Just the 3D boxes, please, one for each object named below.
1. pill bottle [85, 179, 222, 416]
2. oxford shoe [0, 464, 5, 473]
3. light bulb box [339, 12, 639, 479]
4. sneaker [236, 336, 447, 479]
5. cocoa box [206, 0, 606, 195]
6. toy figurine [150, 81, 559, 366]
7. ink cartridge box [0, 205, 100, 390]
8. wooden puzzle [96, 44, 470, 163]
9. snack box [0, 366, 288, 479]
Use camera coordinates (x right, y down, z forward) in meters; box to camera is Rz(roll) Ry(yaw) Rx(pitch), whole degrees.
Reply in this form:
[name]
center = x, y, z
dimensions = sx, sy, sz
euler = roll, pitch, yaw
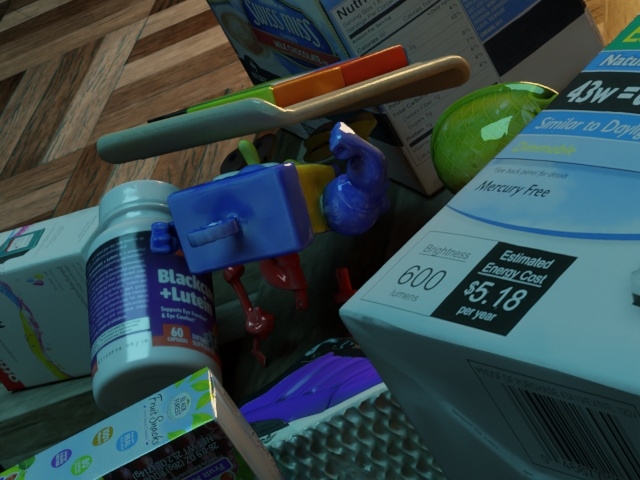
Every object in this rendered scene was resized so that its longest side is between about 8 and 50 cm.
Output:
[pill bottle]
center = -0.143, 0.049, 1.517
dimensions = 0.108, 0.108, 0.193
euler = -22, 54, 19
[oxford shoe]
center = -0.355, 0.193, 1.498
dimensions = 0.083, 0.227, 0.096
euler = 36, 99, 33
[light bulb box]
center = 0.276, 0.030, 1.052
dimensions = 0.361, 0.225, 0.358
euler = -44, 29, -22
[sneaker]
center = 0.043, 0.113, 1.292
dimensions = 0.293, 0.102, 0.146
euler = -20, 28, 23
[cocoa box]
center = 0.060, -0.230, 1.720
dimensions = 0.231, 0.228, 0.347
euler = -37, 27, -12
[toy figurine]
center = 0.000, 0.000, 1.339
dimensions = 0.362, 0.191, 0.217
euler = -11, 0, 36
[ink cartridge box]
center = -0.260, 0.059, 1.667
dimensions = 0.231, 0.134, 0.078
euler = -14, 32, 32
[wooden puzzle]
center = -0.032, -0.113, 1.456
dimensions = 0.238, 0.044, 0.221
euler = -16, 5, -43
[snack box]
center = -0.120, 0.207, 1.221
dimensions = 0.207, 0.174, 0.070
euler = -26, 30, 8
